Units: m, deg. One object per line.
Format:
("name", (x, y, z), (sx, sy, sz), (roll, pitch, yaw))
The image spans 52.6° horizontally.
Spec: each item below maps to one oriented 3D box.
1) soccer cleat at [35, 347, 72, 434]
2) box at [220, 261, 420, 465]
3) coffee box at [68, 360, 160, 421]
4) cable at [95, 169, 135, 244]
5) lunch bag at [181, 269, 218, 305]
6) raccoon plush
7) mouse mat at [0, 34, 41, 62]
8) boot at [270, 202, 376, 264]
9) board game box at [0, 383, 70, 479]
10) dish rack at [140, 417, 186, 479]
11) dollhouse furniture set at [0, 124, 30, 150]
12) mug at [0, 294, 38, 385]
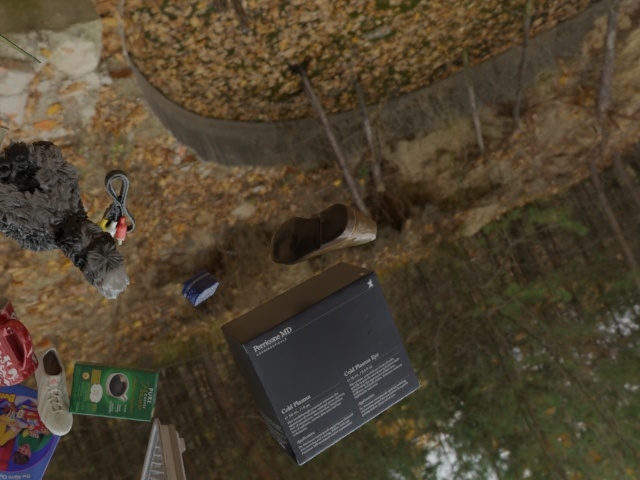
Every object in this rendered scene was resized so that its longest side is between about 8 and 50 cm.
("soccer cleat", (-0.596, 0.335, 1.444), (0.068, 0.196, 0.076), (-3, 153, -43))
("box", (0.003, 0.266, 1.483), (0.343, 0.312, 0.179), (-27, -164, -20))
("coffee box", (-0.457, 0.335, 1.442), (0.184, 0.113, 0.040), (6, 178, -4))
("cable", (-0.598, -0.086, 1.926), (0.139, 0.072, 0.287), (1, 141, -33))
("lunch bag", (-0.340, 0.130, 1.799), (0.098, 0.065, 0.067), (-34, 161, -50))
("raccoon plush", (-0.657, -0.019, 1.465), (0.216, 0.446, 0.299), (-30, -177, -39))
("mouse mat", (-0.788, -0.502, 1.576), (0.007, 0.153, 0.190), (-58, 148, -4))
("boot", (0.000, 0.000, 1.448), (0.115, 0.112, 0.305), (13, 161, -38))
("board game box", (-0.835, 0.464, 1.629), (0.347, 0.233, 0.078), (24, 161, -13))
("dish rack", (-0.330, 0.583, 1.393), (0.072, 0.333, 0.285), (5, 117, -24))
("dollhouse furniture set", (-0.978, -0.267, 1.826), (0.303, 0.173, 0.355), (15, -175, -39))
("mug", (-0.669, 0.221, 1.360), (0.113, 0.169, 0.150), (-28, -150, -26))
